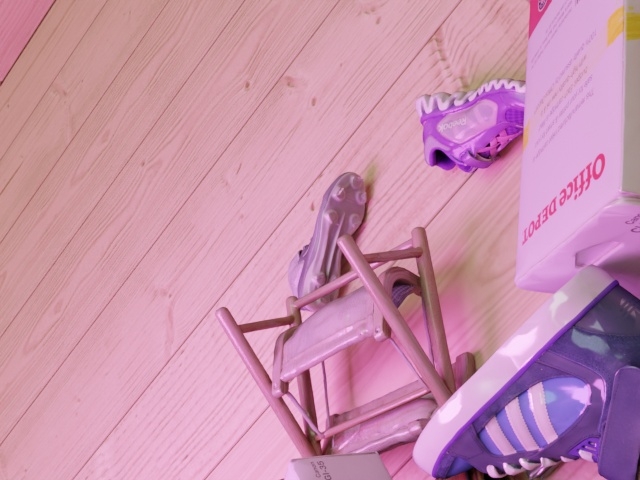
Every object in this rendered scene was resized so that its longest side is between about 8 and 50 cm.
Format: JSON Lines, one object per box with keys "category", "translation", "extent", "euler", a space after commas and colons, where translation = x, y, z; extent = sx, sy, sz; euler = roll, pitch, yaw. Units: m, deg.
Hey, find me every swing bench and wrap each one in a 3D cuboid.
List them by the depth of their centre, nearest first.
{"category": "swing bench", "translation": [0.038, 0.150, 1.406], "extent": [0.253, 0.165, 0.254], "euler": [-30, 75, 38]}

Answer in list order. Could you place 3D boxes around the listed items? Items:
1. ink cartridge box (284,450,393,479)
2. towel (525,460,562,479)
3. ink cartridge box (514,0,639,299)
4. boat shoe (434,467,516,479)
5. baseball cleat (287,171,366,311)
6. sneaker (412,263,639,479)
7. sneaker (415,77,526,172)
{"category": "ink cartridge box", "translation": [0.020, 0.406, 1.261], "extent": [0.207, 0.117, 0.283], "euler": [-122, 39, -48]}
{"category": "towel", "translation": [0.248, 0.177, 1.266], "extent": [0.113, 0.023, 0.152], "euler": [-45, 40, 23]}
{"category": "ink cartridge box", "translation": [0.318, -0.155, 1.143], "extent": [0.279, 0.161, 0.384], "euler": [117, 161, -69]}
{"category": "boat shoe", "translation": [0.198, 0.333, 1.167], "extent": [0.104, 0.111, 0.307], "euler": [-55, 39, 17]}
{"category": "baseball cleat", "translation": [0.000, 0.000, 1.618], "extent": [0.109, 0.072, 0.205], "euler": [-2, 66, 57]}
{"category": "sneaker", "translation": [0.254, 0.201, 1.114], "extent": [0.236, 0.130, 0.322], "euler": [46, 126, 14]}
{"category": "sneaker", "translation": [0.209, -0.138, 1.425], "extent": [0.236, 0.095, 0.104], "euler": [-6, 74, 55]}
